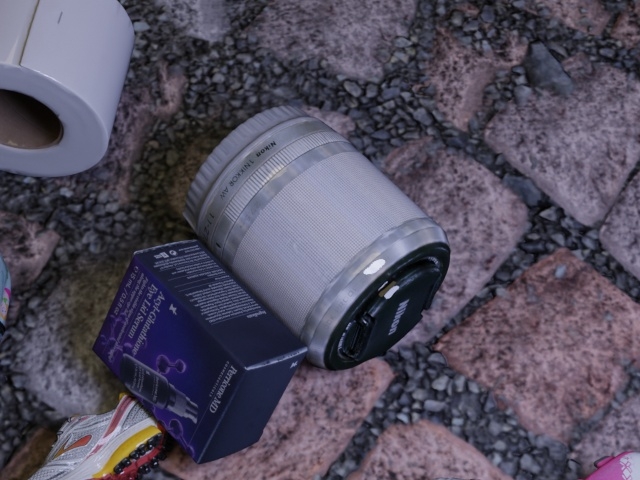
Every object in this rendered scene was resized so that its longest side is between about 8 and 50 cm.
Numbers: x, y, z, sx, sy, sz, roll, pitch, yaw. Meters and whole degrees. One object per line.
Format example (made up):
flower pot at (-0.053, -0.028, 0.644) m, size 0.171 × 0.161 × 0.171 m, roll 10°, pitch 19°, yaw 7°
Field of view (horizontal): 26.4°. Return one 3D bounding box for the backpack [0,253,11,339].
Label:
backpack at (-0.485, 0.070, 1.599) m, size 0.225 × 0.191 × 0.254 m, roll 8°, pitch 55°, yaw 5°

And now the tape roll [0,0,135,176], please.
tape roll at (-0.370, -0.216, 1.728) m, size 0.246 × 0.246 × 0.169 m, roll 7°, pitch 59°, yaw 4°

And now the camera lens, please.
camera lens at (0.000, 0.000, 1.616) m, size 0.219 × 0.219 × 0.274 m, roll -37°, pitch 66°, yaw -20°

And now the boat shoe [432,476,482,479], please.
boat shoe at (0.112, 0.376, 1.473) m, size 0.088 × 0.096 × 0.268 m, roll 4°, pitch 61°, yaw 35°

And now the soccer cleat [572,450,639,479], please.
soccer cleat at (0.280, 0.369, 1.443) m, size 0.331 × 0.116 × 0.143 m, roll -43°, pitch 43°, yaw -22°

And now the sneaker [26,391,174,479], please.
sneaker at (-0.277, 0.255, 1.549) m, size 0.225 × 0.088 × 0.093 m, roll -31°, pitch 60°, yaw -28°

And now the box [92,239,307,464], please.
box at (-0.140, 0.124, 1.559) m, size 0.207 × 0.153 × 0.108 m, roll 42°, pitch 32°, yaw 26°
